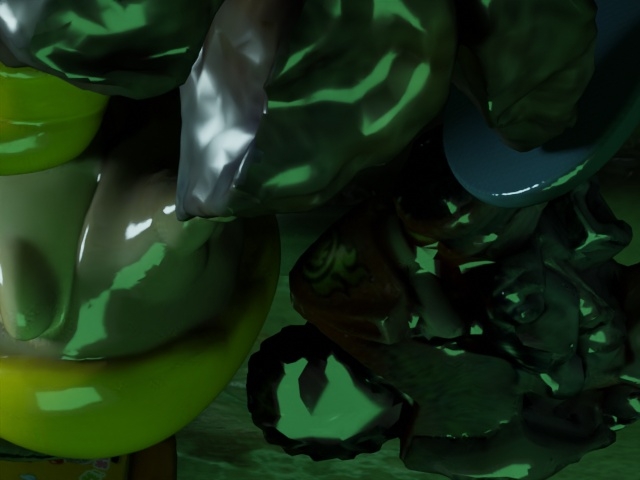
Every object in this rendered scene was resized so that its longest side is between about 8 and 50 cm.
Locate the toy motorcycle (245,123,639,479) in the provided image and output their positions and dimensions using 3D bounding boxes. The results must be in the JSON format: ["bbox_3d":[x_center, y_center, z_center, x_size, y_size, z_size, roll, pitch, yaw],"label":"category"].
[{"bbox_3d":[0.158,0.018,0.658,0.401,0.134,0.207,-3,132,1],"label":"toy motorcycle"}]

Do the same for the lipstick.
[{"bbox_3d":[0.000,0.000,0.795,0.186,0.063,0.057,2,153,24],"label":"lipstick"}]

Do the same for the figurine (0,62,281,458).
[{"bbox_3d":[-0.114,-0.041,0.582,0.187,0.215,0.343,3,149,2],"label":"figurine"}]

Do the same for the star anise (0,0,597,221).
[{"bbox_3d":[0.024,-0.133,0.365,0.332,0.117,0.331,-12,129,-15],"label":"star anise"}]

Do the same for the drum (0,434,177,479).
[{"bbox_3d":[-0.259,0.329,1.086,0.214,0.431,0.431,12,151,-9],"label":"drum"}]

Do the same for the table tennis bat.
[{"bbox_3d":[0.091,-0.081,0.519,0.019,0.155,0.100,33,145,-33],"label":"table tennis bat"}]

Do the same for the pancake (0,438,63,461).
[{"bbox_3d":[-0.206,0.032,0.754,0.250,0.250,0.031,28,108,-32],"label":"pancake"}]
